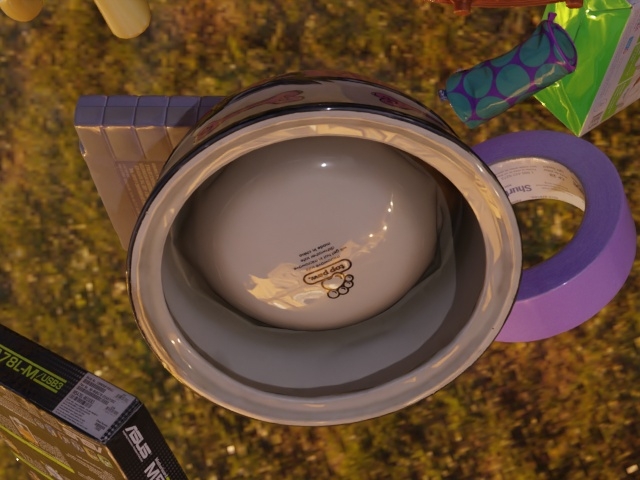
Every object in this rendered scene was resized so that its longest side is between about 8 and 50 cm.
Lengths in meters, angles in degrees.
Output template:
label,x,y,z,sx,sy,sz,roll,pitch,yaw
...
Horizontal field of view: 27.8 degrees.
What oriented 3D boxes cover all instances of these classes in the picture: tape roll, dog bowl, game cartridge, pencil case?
label,x,y,z,sx,sy,sz,roll,pitch,yaw
tape roll,0.254,-0.009,1.634,0.274,0.090,0.275,-15,47,17
dog bowl,0.000,0.000,1.377,0.408,0.407,0.150,-58,22,28
game cartridge,-0.164,-0.065,1.631,0.230,0.355,0.068,5,60,8
pencil case,0.208,-0.185,1.427,0.151,0.064,0.070,-27,76,32

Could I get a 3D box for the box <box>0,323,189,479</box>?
label,x,y,z,sx,sy,sz,roll,pitch,yaw
box,-0.167,0.148,0.915,0.190,0.045,0.184,20,149,37

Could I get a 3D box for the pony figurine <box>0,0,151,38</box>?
label,x,y,z,sx,sy,sz,roll,pitch,yaw
pony figurine,-0.286,-0.365,1.042,0.302,0.363,0.351,-25,60,4

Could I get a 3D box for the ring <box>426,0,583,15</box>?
label,x,y,z,sx,sy,sz,roll,pitch,yaw
ring,0.200,-0.306,1.464,0.336,0.336,0.032,-3,82,41

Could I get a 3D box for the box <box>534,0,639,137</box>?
label,x,y,z,sx,sy,sz,roll,pitch,yaw
box,0.414,-0.300,1.706,0.127,0.231,0.262,47,155,22
